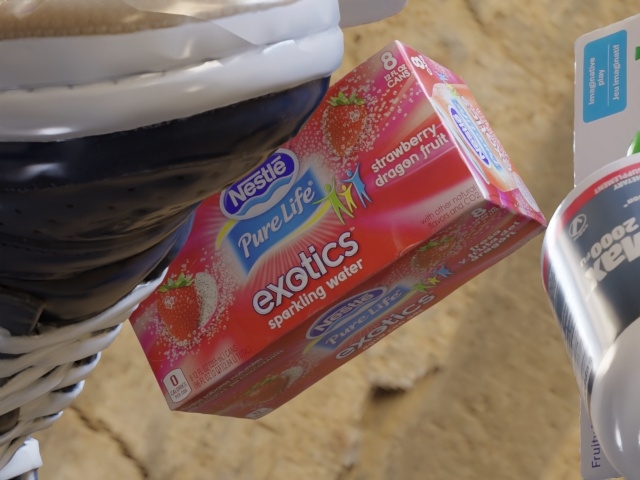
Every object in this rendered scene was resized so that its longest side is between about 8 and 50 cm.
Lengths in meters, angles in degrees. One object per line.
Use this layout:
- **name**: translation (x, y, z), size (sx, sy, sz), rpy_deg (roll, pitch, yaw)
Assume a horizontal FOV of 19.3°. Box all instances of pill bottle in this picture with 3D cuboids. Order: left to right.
- **pill bottle**: translation (0.160, 0.048, 0.792), size (0.108, 0.108, 0.180), rpy_deg (-45, -154, 19)

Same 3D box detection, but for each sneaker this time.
- **sneaker**: translation (-0.084, 0.029, 0.443), size (0.282, 0.099, 0.153), rpy_deg (-10, -85, 48)

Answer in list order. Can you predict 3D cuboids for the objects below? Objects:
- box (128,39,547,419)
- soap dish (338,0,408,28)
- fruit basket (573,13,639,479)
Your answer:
- **box**: translation (0.000, 0.000, 1.241), size (0.257, 0.122, 0.128), rpy_deg (-34, -112, 17)
- **soap dish**: translation (-0.047, -0.226, 1.028), size (0.291, 0.229, 0.118), rpy_deg (101, -25, -60)
- **fruit basket**: translation (0.284, -0.036, 1.154), size (0.353, 0.165, 0.327), rpy_deg (-15, -115, 41)
